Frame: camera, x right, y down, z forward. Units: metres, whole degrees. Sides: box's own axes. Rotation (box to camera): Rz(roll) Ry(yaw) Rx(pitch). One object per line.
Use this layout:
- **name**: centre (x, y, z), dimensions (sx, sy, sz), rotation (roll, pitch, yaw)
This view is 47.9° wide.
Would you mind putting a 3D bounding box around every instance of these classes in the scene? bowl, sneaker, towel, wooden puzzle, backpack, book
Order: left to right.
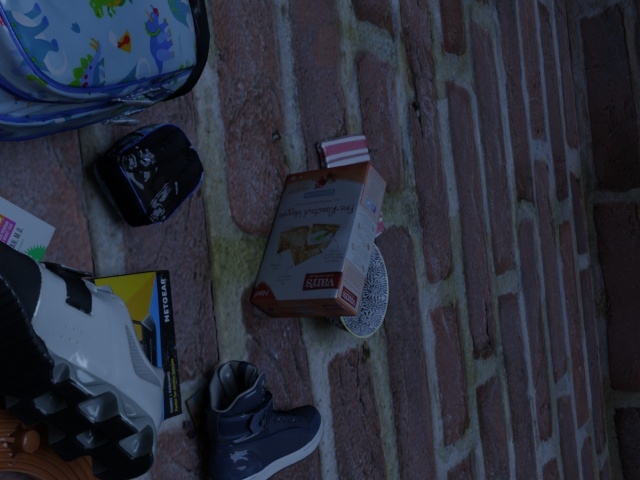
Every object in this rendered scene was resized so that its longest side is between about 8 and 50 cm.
- **book**: centre (-0.343, -0.002, 0.709), dimensions (0.144, 0.035, 0.096), rotation (39, 59, -48)
- **backpack**: centre (-0.267, -0.233, 0.687), dimensions (0.355, 0.273, 0.290), rotation (-29, 115, -41)
- **sneaker**: centre (-0.265, 0.078, 0.688), dimensions (0.330, 0.122, 0.146), rotation (59, 21, -31)
- **backpack**: centre (-0.207, -0.084, 0.865), dimensions (0.114, 0.084, 0.105), rotation (-50, 126, -40)
- **wooden puzzle**: centre (-0.157, 0.224, 0.964), dimensions (0.083, 0.006, 0.049), rotation (-35, 114, -52)
- **sneaker**: centre (-0.073, 0.233, 1.004), dimensions (0.226, 0.086, 0.163), rotation (-20, 109, -55)
- **bowl**: centre (0.038, 0.077, 1.201), dimensions (0.170, 0.080, 0.170), rotation (9, 79, -55)
- **towel**: centre (0.053, -0.090, 1.295), dimensions (0.144, 0.029, 0.197), rotation (-20, 100, -54)

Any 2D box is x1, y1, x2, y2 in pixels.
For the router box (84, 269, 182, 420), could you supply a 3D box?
- **router box**: centre (-0.230, 0.129, 0.837), dimensions (0.133, 0.046, 0.178), rotation (-7, 91, -55)

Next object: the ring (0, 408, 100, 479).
- **ring**: centre (-0.300, 0.325, 0.656), dimensions (0.336, 0.032, 0.336), rotation (18, 70, -61)

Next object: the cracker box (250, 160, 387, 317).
- **cracker box**: centre (0.000, 0.000, 1.089), dimensions (0.067, 0.156, 0.232), rotation (42, 52, -44)
